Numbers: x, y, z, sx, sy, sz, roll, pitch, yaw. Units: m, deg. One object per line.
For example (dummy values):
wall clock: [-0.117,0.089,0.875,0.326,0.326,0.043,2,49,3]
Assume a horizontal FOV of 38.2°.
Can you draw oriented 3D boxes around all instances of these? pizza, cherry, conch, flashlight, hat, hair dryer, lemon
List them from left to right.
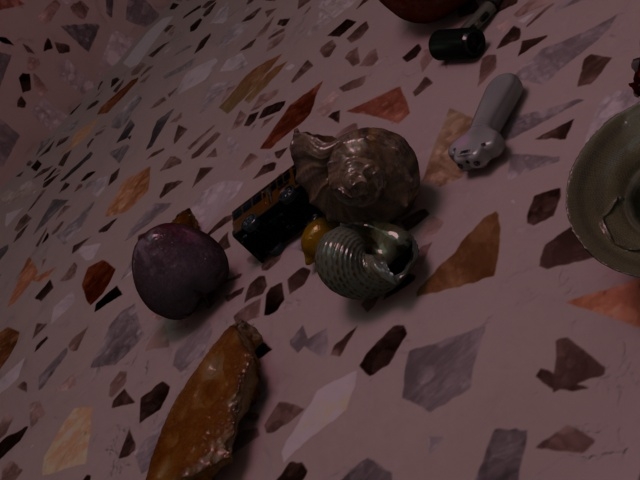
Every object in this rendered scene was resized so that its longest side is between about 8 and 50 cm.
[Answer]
cherry: [-0.256,0.054,1.651,0.176,0.176,0.140,-43,5,-1]
pizza: [-0.286,-0.006,1.879,0.178,0.041,0.131,-22,39,31]
pizza: [-0.165,0.268,1.365,0.182,0.074,0.365,-17,38,39]
lemon: [0.000,0.000,1.518,0.092,0.065,0.065,-60,32,0]
conch: [0.056,-0.097,1.481,0.210,0.159,0.291,3,3,9]
conch: [0.068,0.031,1.363,0.153,0.102,0.135,29,59,25]
hair dryer: [0.291,-0.406,1.704,0.198,0.057,0.100,-49,32,-21]
flashlight: [0.268,-0.187,1.457,0.093,0.047,0.200,-8,43,44]
hat: [0.413,-0.044,1.042,0.252,0.110,0.252,-18,51,24]

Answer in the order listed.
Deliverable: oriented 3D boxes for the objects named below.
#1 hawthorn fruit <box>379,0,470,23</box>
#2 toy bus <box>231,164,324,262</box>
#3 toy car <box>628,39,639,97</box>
hawthorn fruit: [0.218,-0.560,1.789,0.284,0.284,0.284,-30,33,22]
toy bus: [-0.064,-0.057,1.637,0.182,0.091,0.103,-36,31,15]
toy car: [0.472,-0.251,1.231,0.139,0.112,0.112,-8,45,44]
